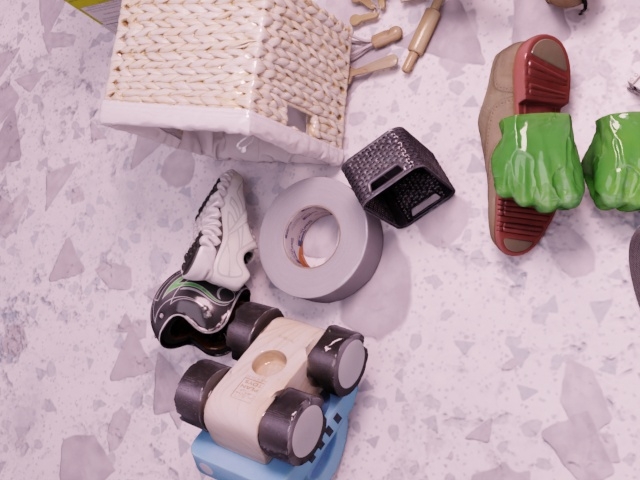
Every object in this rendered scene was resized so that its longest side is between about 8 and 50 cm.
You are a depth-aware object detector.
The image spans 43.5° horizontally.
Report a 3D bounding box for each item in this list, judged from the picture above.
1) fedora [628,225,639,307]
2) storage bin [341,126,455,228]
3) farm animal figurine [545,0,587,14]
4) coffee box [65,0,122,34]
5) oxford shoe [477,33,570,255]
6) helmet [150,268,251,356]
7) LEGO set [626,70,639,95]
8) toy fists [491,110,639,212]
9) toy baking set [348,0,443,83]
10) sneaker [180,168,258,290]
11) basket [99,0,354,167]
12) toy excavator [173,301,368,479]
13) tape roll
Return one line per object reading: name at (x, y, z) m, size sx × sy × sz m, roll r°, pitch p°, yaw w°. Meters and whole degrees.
fedora at (0.548, 0.065, 1.063) m, size 0.124 × 0.275 × 0.243 m, roll -20°, pitch 101°, yaw -9°
storage bin at (0.131, -0.100, 1.325) m, size 0.122 × 0.180 × 0.084 m, roll -35°, pitch 65°, yaw 17°
farm animal figurine at (0.321, -0.485, 1.261) m, size 0.327 × 0.172 × 0.330 m, roll 44°, pitch 111°, yaw -2°
coffee box at (-0.287, -0.601, 1.575) m, size 0.338 × 0.334 × 0.337 m, roll -5°, pitch 76°, yaw 26°
oxford shoe at (0.317, -0.149, 1.298) m, size 0.130 × 0.123 × 0.348 m, roll 8°, pitch 88°, yaw 64°
helmet at (-0.226, 0.127, 1.474) m, size 0.162 × 0.169 × 0.169 m, roll 16°, pitch 86°, yaw 12°
LEGO set at (0.559, -0.208, 1.170) m, size 0.087 × 0.093 × 0.227 m, roll -50°, pitch 61°, yaw 10°
toy fists at (0.391, -0.108, 1.186) m, size 0.279 × 0.096 × 0.142 m, roll -1°, pitch 81°, yaw -4°
toy baking set at (0.118, -0.387, 1.488) m, size 0.197 × 0.030 × 0.256 m, roll 20°, pitch 88°, yaw 33°
sneaker at (-0.172, -0.018, 1.484) m, size 0.110 × 0.118 × 0.292 m, roll -52°, pitch 20°, yaw 38°
basket at (-0.155, -0.289, 1.422) m, size 0.331 × 0.328 × 0.266 m, roll 6°, pitch 88°, yaw 29°
toy excavator at (-0.080, 0.394, 1.320) m, size 0.222 × 0.445 × 0.433 m, roll 12°, pitch 43°, yaw 31°
tape roll at (0.000, 0.000, 1.436) m, size 0.219 × 0.072 × 0.219 m, roll -7°, pitch 76°, yaw 28°
